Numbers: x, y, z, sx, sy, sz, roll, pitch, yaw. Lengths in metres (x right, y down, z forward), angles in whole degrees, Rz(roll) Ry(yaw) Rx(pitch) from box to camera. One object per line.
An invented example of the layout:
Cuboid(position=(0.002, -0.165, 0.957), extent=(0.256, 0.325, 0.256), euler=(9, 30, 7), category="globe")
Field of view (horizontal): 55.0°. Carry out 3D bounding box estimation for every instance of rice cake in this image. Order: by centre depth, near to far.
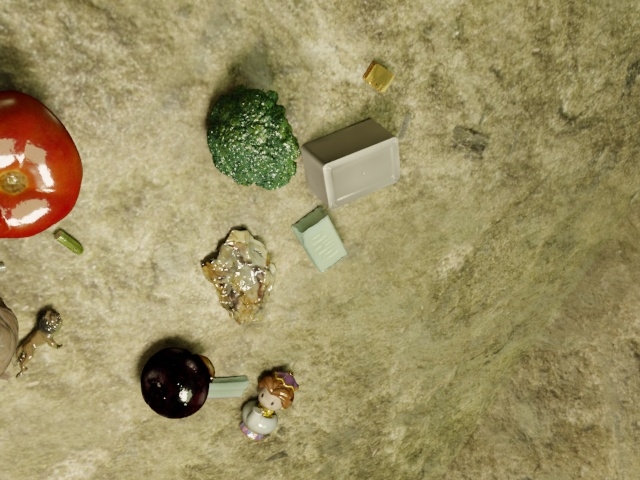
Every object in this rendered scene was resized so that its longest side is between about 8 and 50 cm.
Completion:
Cuboid(position=(-0.344, 0.495, 2.050), extent=(0.221, 0.042, 0.080), euler=(8, 114, -41), category="rice cake")

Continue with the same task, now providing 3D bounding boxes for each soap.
Cuboid(position=(0.000, 0.000, 1.922), extent=(0.114, 0.063, 0.198), euler=(-37, 135, -6), category="soap")

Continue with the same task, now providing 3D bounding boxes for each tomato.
Cuboid(position=(-0.627, -0.159, 1.227), extent=(0.298, 0.226, 0.299), euler=(-15, 121, -26), category="tomato")

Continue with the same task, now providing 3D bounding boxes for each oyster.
Cuboid(position=(-0.217, 0.130, 1.832), extent=(0.201, 0.107, 0.355), euler=(-29, 134, -11), category="oyster")

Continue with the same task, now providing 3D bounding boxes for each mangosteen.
Cuboid(position=(-0.414, 0.416, 1.845), extent=(0.211, 0.211, 0.250), euler=(-62, 163, 17), category="mangosteen")

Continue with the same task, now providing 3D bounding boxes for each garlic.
Cuboid(position=(-0.823, 0.306, 1.550), extent=(0.084, 0.066, 0.152), euler=(-31, 138, 26), category="garlic")

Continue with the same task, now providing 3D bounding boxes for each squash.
Cuboid(position=(-0.611, 0.008, 1.504), extent=(0.027, 0.027, 0.083), euler=(-43, 137, -2), category="squash")

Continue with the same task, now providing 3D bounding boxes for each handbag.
Cuboid(position=(0.162, -0.459, 1.730), extent=(0.083, 0.027, 0.061), euler=(22, 108, -41), category="handbag")

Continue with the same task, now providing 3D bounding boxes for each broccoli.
Cuboid(position=(-0.157, -0.253, 1.528), extent=(0.241, 0.261, 0.269), euler=(-24, 96, -51), category="broccoli")

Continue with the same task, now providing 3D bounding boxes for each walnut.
Cuboid(position=(-0.806, 0.229, 1.409), extent=(0.224, 0.224, 0.224), euler=(-19, 131, -24), category="walnut")

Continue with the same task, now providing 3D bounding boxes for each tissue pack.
Cuboid(position=(0.090, -0.219, 1.763), extent=(0.246, 0.136, 0.159), euler=(-23, 129, -17), category="tissue pack")

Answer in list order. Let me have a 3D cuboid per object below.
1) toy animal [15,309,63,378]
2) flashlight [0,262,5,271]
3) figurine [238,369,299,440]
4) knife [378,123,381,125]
Cuboid(position=(-0.724, 0.272, 1.592), extent=(0.086, 0.069, 0.220), euler=(32, 94, -24), category="toy animal")
Cuboid(position=(-0.780, 0.067, 1.429), extent=(0.083, 0.018, 0.018), euler=(-8, 127, -32), category="flashlight")
Cuboid(position=(-0.178, 0.568, 2.161), extent=(0.263, 0.142, 0.189), euler=(-58, 166, 11), category="figurine")
Cuboid(position=(0.141, -0.257, 1.872), extent=(0.028, 0.015, 0.210), euler=(2, 119, -29), category="knife")
